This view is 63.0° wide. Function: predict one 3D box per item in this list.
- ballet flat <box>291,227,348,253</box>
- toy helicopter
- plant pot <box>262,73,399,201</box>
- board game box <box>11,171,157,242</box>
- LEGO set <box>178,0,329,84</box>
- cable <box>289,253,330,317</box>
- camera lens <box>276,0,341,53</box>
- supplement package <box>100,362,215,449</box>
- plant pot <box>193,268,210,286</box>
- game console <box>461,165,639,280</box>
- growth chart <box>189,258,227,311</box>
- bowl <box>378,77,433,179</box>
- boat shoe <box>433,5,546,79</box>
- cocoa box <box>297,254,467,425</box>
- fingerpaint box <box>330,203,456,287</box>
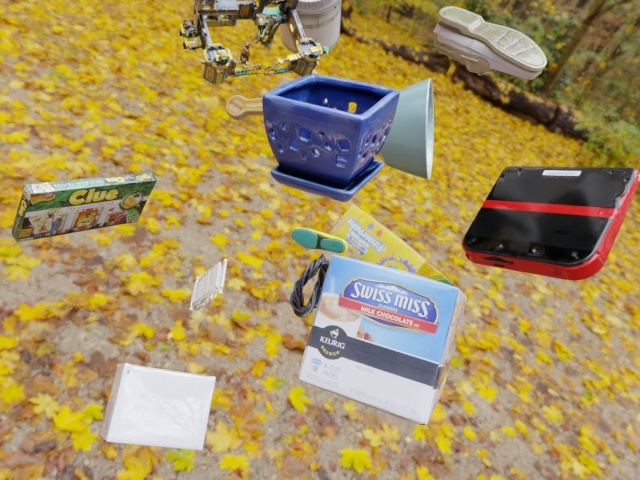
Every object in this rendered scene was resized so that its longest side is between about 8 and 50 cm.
[{"bbox_3d":[0.000,0.000,2.043,0.230,0.077,0.077,15,15,14],"label":"ballet flat"},{"bbox_3d":[-0.148,-0.432,1.747,0.354,0.235,0.140,1,-6,12],"label":"toy helicopter"},{"bbox_3d":[0.023,-0.226,1.157,0.235,0.212,0.236,17,34,21],"label":"plant pot"},{"bbox_3d":[-0.463,-0.070,1.041,0.030,0.136,0.259,49,36,19],"label":"board game box"},{"bbox_3d":[-0.135,-0.494,1.144,0.331,0.192,0.255,-5,73,-20],"label":"LEGO set"},{"bbox_3d":[-0.027,0.122,1.458,0.047,0.185,0.150,25,16,32],"label":"cable"},{"bbox_3d":[-0.039,-0.789,1.794,0.219,0.274,0.220,0,70,0],"label":"camera lens"},{"bbox_3d":[-0.459,0.472,1.485,0.261,0.145,0.204,16,70,-24],"label":"supplement package"},{"bbox_3d":[-0.422,0.158,1.993,0.081,0.083,0.081,38,57,-1],"label":"plant pot"},{"bbox_3d":[0.597,-0.063,1.399,0.386,0.342,0.060,11,-31,50],"label":"game console"},{"bbox_3d":[-0.397,0.163,1.837,0.021,0.237,0.172,29,50,-30],"label":"growth chart"},{"bbox_3d":[0.269,-0.348,1.656,0.163,0.312,0.311,1,24,15],"label":"bowl"},{"bbox_3d":[0.415,-0.471,1.298,0.113,0.103,0.302,-33,61,-28],"label":"boat shoe"},{"bbox_3d":[0.140,0.176,1.004,0.231,0.228,0.347,15,-3,19],"label":"cocoa box"},{"bbox_3d":[0.306,0.083,2.119,0.371,0.163,0.445,34,7,-47],"label":"fingerpaint box"}]
